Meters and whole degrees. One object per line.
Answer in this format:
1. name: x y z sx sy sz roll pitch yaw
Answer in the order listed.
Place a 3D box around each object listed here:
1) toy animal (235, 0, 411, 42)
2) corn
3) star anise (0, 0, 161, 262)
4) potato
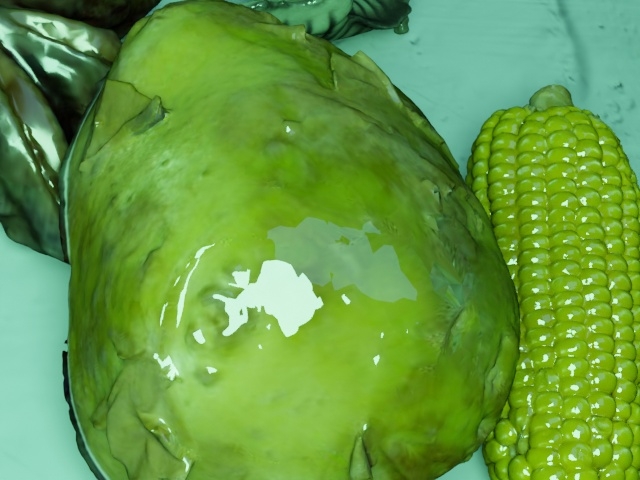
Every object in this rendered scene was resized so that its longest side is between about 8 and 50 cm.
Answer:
1. toy animal: -0.012 -0.162 0.874 0.176 0.217 0.073 0 97 -5
2. corn: 0.150 0.039 0.820 0.119 0.119 0.321 9 60 -17
3. star anise: -0.229 -0.109 0.763 0.315 0.108 0.315 10 59 -17
4. potato: 0.000 0.000 0.691 0.246 0.196 0.299 13 65 -38
